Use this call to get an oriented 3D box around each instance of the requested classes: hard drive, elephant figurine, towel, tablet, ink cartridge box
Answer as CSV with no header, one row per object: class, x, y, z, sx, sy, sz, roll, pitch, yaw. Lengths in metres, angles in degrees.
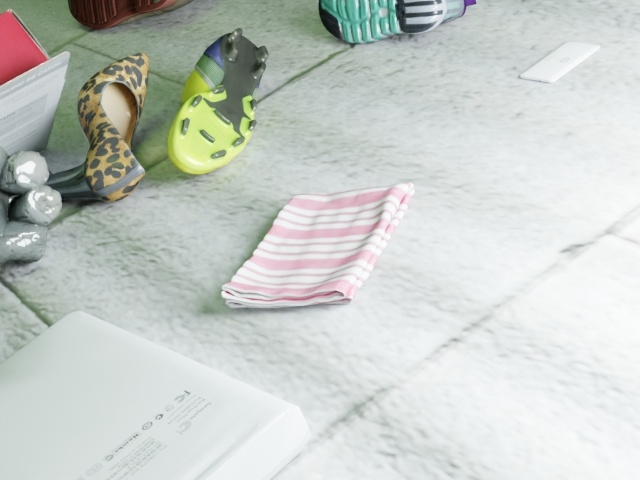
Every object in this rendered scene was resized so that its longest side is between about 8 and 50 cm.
hard drive,-0.203,0.178,1.080,0.233,0.047,0.353,-39,32,-27
elephant figurine,-0.427,-0.038,1.533,0.186,0.169,0.239,12,-5,-35
towel,0.000,0.000,1.256,0.144,0.029,0.197,-4,33,30
tablet,0.272,-0.204,1.432,0.083,0.006,0.054,-36,31,-23
ink cartridge box,-0.492,-0.154,1.612,0.309,0.130,0.272,-36,-8,-30

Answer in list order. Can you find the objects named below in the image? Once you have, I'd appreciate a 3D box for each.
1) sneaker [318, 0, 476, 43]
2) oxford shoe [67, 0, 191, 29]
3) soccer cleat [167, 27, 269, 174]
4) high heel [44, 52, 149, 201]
sneaker,0.099,-0.308,1.689,0.098,0.083,0.224,-16,20,-41
oxford shoe,-0.311,-0.428,2.167,0.130,0.123,0.348,-12,14,-42
soccer cleat,-0.139,-0.159,1.598,0.121,0.093,0.289,-42,20,35
high heel,-0.239,-0.152,1.609,0.186,0.093,0.261,-4,49,43
